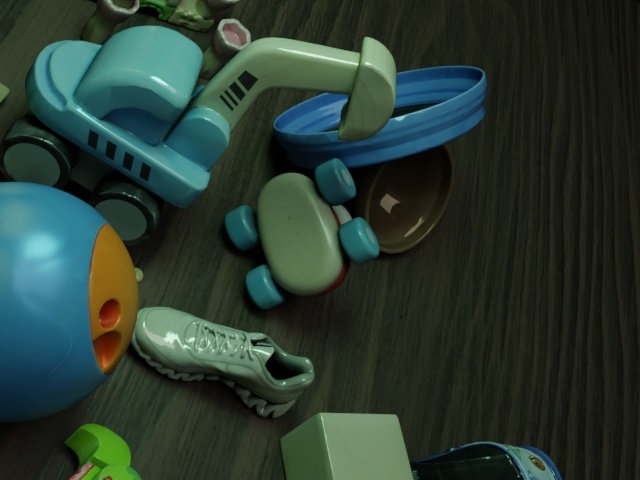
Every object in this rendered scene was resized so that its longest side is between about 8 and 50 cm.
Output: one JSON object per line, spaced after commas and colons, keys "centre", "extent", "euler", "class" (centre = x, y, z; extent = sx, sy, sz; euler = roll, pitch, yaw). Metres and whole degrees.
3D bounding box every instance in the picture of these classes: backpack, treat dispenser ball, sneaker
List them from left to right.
{"centre": [-0.366, 0.073, 1.039], "extent": [0.288, 0.288, 0.288], "euler": [19, 54, -28], "class": "treat dispenser ball"}
{"centre": [-0.141, 0.165, 1.283], "extent": [0.292, 0.118, 0.110], "euler": [26, 52, -22], "class": "sneaker"}
{"centre": [0.260, 0.438, 1.326], "extent": [0.213, 0.263, 0.276], "euler": [7, 59, -35], "class": "backpack"}

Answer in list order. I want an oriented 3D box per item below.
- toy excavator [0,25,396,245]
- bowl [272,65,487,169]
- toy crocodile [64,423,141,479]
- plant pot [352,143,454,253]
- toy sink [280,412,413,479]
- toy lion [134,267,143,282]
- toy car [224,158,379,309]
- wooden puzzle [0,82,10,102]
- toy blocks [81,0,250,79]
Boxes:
{"centre": [-0.174, -0.193, 1.223], "extent": [0.433, 0.445, 0.222], "euler": [32, 38, -20], "class": "toy excavator"}
{"centre": [0.111, -0.224, 1.552], "extent": [0.391, 0.391, 0.077], "euler": [-37, 119, -45], "class": "bowl"}
{"centre": [-0.305, 0.354, 1.004], "extent": [0.105, 0.115, 0.340], "euler": [42, 32, -14], "class": "toy crocodile"}
{"centre": [0.137, -0.102, 1.635], "extent": [0.237, 0.237, 0.110], "euler": [-10, 29, -41], "class": "plant pot"}
{"centre": [0.047, 0.390, 1.282], "extent": [0.153, 0.131, 0.234], "euler": [8, 54, -34], "class": "toy sink"}
{"centre": [-0.328, 0.036, 1.278], "extent": [0.096, 0.034, 0.100], "euler": [-24, 80, -37], "class": "toy lion"}
{"centre": [0.000, 0.000, 1.475], "extent": [0.238, 0.219, 0.210], "euler": [17, 49, -65], "class": "toy car"}
{"centre": [-0.593, -0.210, 1.215], "extent": [0.221, 0.044, 0.238], "euler": [35, 43, -15], "class": "wooden puzzle"}
{"centre": [-0.250, -0.495, 1.492], "extent": [0.289, 0.260, 0.309], "euler": [10, 60, -35], "class": "toy blocks"}
